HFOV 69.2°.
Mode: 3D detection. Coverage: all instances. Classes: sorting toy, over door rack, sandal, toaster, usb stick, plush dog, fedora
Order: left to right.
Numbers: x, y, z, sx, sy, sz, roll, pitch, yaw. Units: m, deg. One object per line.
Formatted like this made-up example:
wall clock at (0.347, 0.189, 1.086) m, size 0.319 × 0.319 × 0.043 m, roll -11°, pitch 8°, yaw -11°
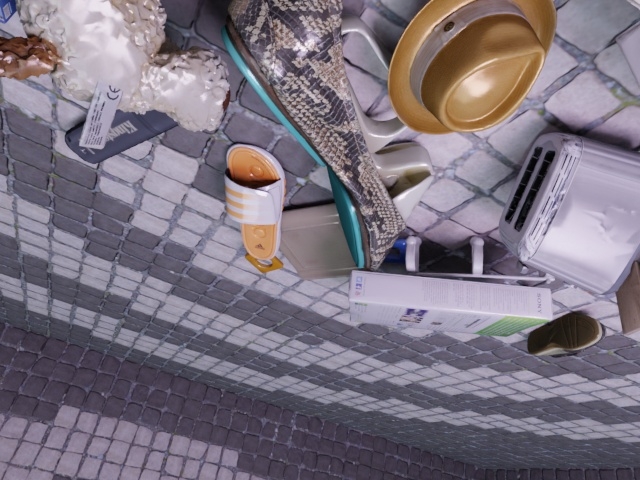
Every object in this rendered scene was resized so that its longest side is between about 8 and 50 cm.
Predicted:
plush dog at (-0.230, -0.238, 0.473) m, size 0.210 × 0.225 × 0.262 m, roll -24°, pitch 137°, yaw -13°
usb stick at (-0.309, -0.184, 0.739) m, size 0.278 × 0.045 × 0.077 m, roll -11°, pitch 142°, yaw 33°
sandal at (-0.116, -0.044, 0.825) m, size 0.101 × 0.076 × 0.265 m, roll 8°, pitch 133°, yaw 10°
sorting toy at (0.000, 0.000, 0.929) m, size 0.347 × 0.047 × 0.196 m, roll -7°, pitch 137°, yaw 24°
over door rack at (0.293, 0.058, 0.883) m, size 0.239 × 0.108 × 0.324 m, roll 2°, pitch 161°, yaw 18°
fedora at (0.171, -0.179, 0.500) m, size 0.194 × 0.079 × 0.194 m, roll -8°, pitch 139°, yaw -7°
toaster at (0.344, -0.049, 0.616) m, size 0.146 × 0.129 × 0.227 m, roll 17°, pitch 109°, yaw -3°

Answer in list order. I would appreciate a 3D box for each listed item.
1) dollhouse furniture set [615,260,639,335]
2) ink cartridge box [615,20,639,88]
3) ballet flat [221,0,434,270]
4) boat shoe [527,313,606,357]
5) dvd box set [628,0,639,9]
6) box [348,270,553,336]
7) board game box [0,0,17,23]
dollhouse furniture set at (0.630, 0.099, 0.796) m, size 0.151 × 0.123 × 0.144 m, roll 15°, pitch 149°, yaw -5°
ink cartridge box at (0.410, -0.130, 0.383) m, size 0.232 × 0.171 × 0.168 m, roll -1°, pitch 159°, yaw -34°
ballet flat at (0.058, -0.126, 0.627) m, size 0.182 × 0.164 × 0.483 m, roll -25°, pitch 137°, yaw 7°
boat shoe at (0.572, 0.224, 1.067) m, size 0.073 × 0.080 × 0.223 m, roll 12°, pitch 154°, yaw -11°
dvd box set at (0.339, -0.292, 0.213) m, size 0.307 × 0.062 × 0.420 m, roll -1°, pitch 160°, yaw -35°
box at (0.212, 0.121, 0.846) m, size 0.321 × 0.059 × 0.232 m, roll 6°, pitch 162°, yaw 6°
board game box at (-0.434, -0.359, 0.513) m, size 0.136 × 0.035 × 0.201 m, roll 19°, pitch 148°, yaw -12°
